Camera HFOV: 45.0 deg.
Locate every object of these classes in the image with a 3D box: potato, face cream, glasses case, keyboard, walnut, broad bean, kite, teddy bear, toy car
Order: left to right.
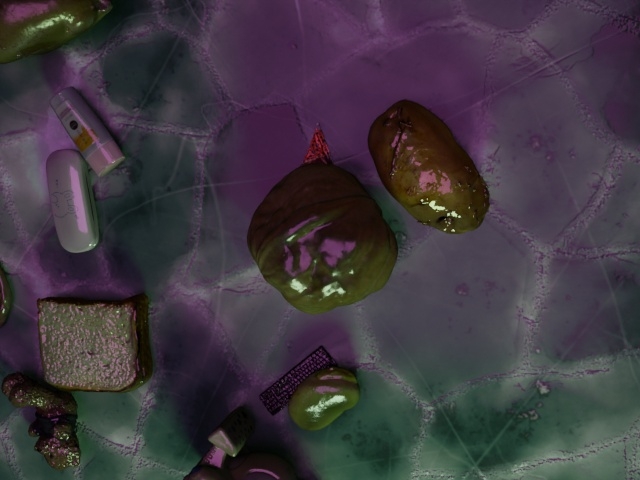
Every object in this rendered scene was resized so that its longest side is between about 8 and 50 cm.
[{"bbox_3d":[-0.607,-0.487,1.610,0.351,0.218,0.202,-2,124,8],"label":"potato"},{"bbox_3d":[-0.623,0.408,1.785,0.129,0.182,0.251,-29,104,-26],"label":"teddy bear"},{"bbox_3d":[-0.557,-0.089,1.733,0.092,0.059,0.233,-6,98,12],"label":"glasses case"},{"bbox_3d":[-0.517,-0.241,1.707,0.084,0.057,0.198,-36,90,21],"label":"face cream"},{"bbox_3d":[-0.117,0.548,1.656,0.336,0.242,0.226,31,99,6],"label":"toy car"},{"bbox_3d":[-0.052,0.315,1.721,0.195,0.018,0.060,-40,87,12],"label":"keyboard"},{"bbox_3d":[-0.001,-0.125,1.656,0.125,0.008,0.222,29,101,5],"label":"kite"},{"bbox_3d":[0.001,0.002,1.546,0.277,0.282,0.253,-36,130,17],"label":"walnut"},{"bbox_3d":[0.008,0.342,1.673,0.174,0.082,0.124,-38,114,9],"label":"broad bean"},{"bbox_3d":[0.215,-0.138,1.549,0.173,0.140,0.300,-38,89,6],"label":"potato"}]

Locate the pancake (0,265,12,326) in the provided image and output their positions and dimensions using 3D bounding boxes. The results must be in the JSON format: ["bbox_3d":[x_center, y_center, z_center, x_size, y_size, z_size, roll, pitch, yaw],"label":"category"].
[{"bbox_3d":[-0.841,0.122,1.822,0.236,0.042,0.222,27,99,5],"label":"pancake"}]

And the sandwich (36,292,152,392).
[{"bbox_3d":[-0.508,0.232,1.755,0.251,0.087,0.226,-1,96,13],"label":"sandwich"}]
